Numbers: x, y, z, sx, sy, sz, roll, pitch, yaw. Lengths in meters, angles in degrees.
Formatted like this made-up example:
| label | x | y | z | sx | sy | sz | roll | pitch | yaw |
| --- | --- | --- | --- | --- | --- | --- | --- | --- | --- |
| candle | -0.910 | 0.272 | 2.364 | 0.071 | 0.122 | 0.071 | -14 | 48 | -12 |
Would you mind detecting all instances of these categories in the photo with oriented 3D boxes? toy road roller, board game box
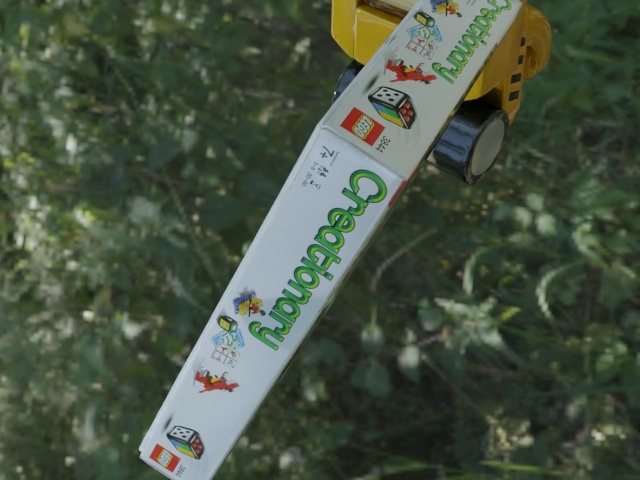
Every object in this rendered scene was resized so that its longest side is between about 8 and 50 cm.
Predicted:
| label | x | y | z | sx | sy | sz | roll | pitch | yaw |
| --- | --- | --- | --- | --- | --- | --- | --- | --- | --- |
| toy road roller | 0.156 | -0.252 | 1.416 | 0.203 | 0.240 | 0.329 | 27 | 139 | 27 |
| board game box | 0.000 | 0.000 | 0.726 | 0.193 | 0.053 | 0.305 | -55 | -3 | -46 |
